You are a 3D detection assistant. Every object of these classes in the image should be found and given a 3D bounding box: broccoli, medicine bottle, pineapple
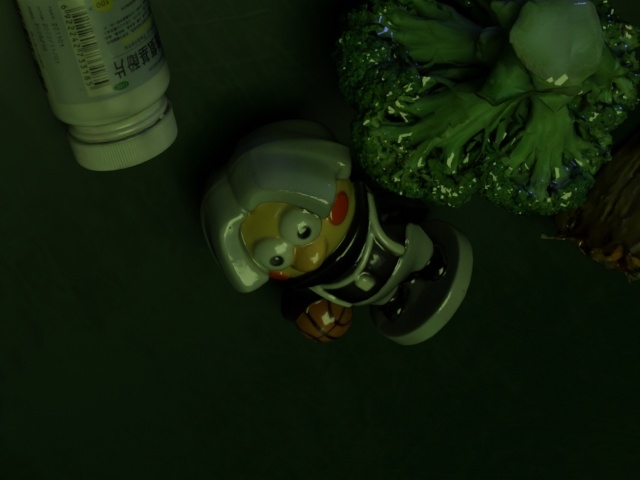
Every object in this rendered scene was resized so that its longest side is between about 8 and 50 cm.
[{"bbox_3d":[0.148,-0.135,1.556,0.270,0.270,0.270,1,86,-14],"label":"broccoli"},{"bbox_3d":[-0.180,-0.157,1.529,0.102,0.103,0.187,-20,119,-8],"label":"medicine bottle"},{"bbox_3d":[0.414,-0.014,1.689,0.344,0.286,0.209,-42,120,6],"label":"pineapple"}]

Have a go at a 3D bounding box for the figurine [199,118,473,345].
[{"bbox_3d":[0.000,0.000,1.651,0.236,0.133,0.176,30,114,-33],"label":"figurine"}]
